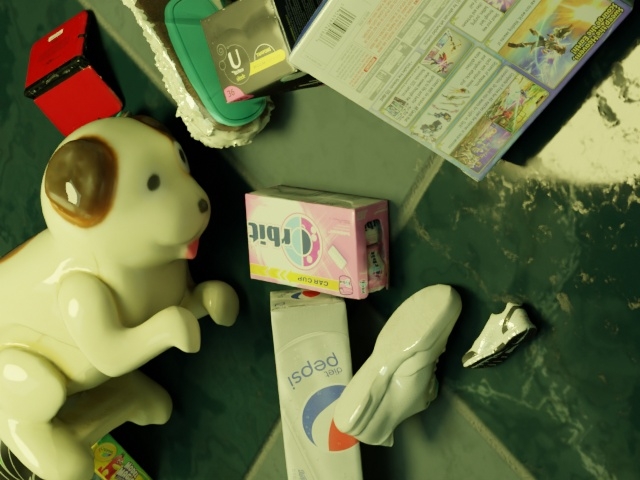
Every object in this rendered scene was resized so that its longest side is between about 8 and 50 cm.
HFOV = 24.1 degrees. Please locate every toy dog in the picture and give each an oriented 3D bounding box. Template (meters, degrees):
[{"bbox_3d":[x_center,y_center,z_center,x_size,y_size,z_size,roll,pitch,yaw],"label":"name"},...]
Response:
[{"bbox_3d":[-0.285,0.032,1.925,0.395,0.284,0.408,39,118,20],"label":"toy dog"}]

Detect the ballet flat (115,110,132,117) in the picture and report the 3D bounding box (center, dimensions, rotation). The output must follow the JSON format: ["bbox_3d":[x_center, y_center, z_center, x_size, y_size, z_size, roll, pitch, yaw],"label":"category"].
[{"bbox_3d":[-0.281,-0.089,2.030,0.068,0.072,0.213,34,129,-2],"label":"ballet flat"}]

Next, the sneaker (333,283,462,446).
[{"bbox_3d":[0.108,0.146,1.721,0.212,0.094,0.080,-54,25,15],"label":"sneaker"}]

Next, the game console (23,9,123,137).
[{"bbox_3d":[-0.336,-0.228,2.066,0.144,0.085,0.124,-22,56,44],"label":"game console"}]

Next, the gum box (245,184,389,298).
[{"bbox_3d":[0.000,0.000,1.780,0.188,0.062,0.107,9,109,42],"label":"gum box"}]

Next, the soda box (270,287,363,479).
[{"bbox_3d":[-0.002,0.203,1.798,0.091,0.098,0.286,-6,101,-1],"label":"soda box"}]

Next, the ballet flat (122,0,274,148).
[{"bbox_3d":[-0.187,-0.293,1.832,0.147,0.147,0.409,-25,85,44],"label":"ballet flat"}]

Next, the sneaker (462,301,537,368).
[{"bbox_3d":[0.194,0.106,1.652,0.109,0.040,0.044,-41,57,38],"label":"sneaker"}]

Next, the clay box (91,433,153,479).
[{"bbox_3d":[-0.314,0.294,2.109,0.127,0.053,0.222,36,166,30],"label":"clay box"}]

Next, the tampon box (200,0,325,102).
[{"bbox_3d":[-0.027,-0.226,1.671,0.120,0.161,0.101,-19,89,45],"label":"tampon box"}]

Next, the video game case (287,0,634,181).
[{"bbox_3d":[0.138,-0.219,1.504,0.244,0.061,0.269,32,130,-9],"label":"video game case"}]

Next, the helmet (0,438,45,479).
[{"bbox_3d":[-0.471,0.362,2.275,0.161,0.169,0.169,35,126,10],"label":"helmet"}]
